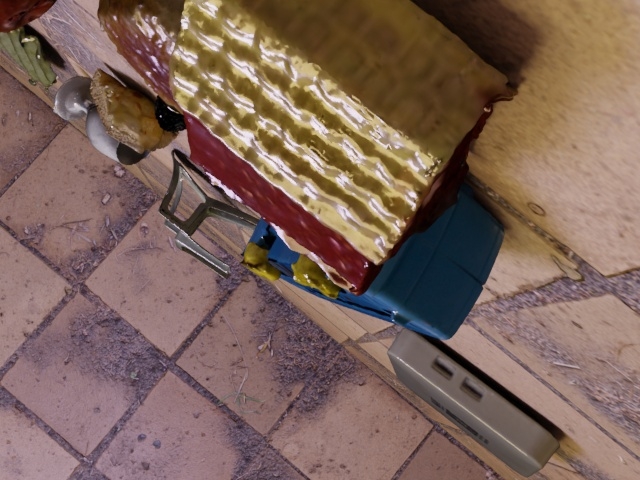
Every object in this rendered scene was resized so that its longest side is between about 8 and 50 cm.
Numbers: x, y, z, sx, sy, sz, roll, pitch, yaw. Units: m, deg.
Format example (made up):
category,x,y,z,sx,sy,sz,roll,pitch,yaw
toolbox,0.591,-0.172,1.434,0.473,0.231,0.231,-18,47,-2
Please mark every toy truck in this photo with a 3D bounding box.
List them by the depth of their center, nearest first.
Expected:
category,x,y,z,sx,sy,sz,roll,pitch,yaw
toy truck,0.036,-0.003,0.838,0.162,0.161,0.385,31,171,-19

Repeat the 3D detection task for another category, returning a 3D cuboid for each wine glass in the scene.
category,x,y,z,sx,sy,sz,roll,pitch,yaw
wine glass,-0.485,-0.269,1.699,0.241,0.126,0.126,37,170,26

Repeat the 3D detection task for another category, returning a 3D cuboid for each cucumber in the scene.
category,x,y,z,sx,sy,sz,roll,pitch,yaw
cucumber,-0.215,-0.202,1.146,0.072,0.072,0.300,41,171,-11

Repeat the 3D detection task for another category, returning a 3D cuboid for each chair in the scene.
category,x,y,z,sx,sy,sz,roll,pitch,yaw
chair,-0.287,-0.062,1.803,0.275,0.190,0.203,32,170,-4

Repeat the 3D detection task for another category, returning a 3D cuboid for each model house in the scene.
category,x,y,z,sx,sy,sz,roll,pitch,yaw
model house,0.013,-0.091,0.515,0.196,0.160,0.254,39,169,9

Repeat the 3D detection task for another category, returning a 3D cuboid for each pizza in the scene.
category,x,y,z,sx,sy,sz,roll,pitch,yaw
pizza,-0.341,-0.239,1.465,0.204,0.080,0.188,35,-161,-40

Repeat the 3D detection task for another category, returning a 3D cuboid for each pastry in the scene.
category,x,y,z,sx,sy,sz,roll,pitch,yaw
pastry,-0.133,-0.200,0.758,0.182,0.093,0.192,46,165,-28

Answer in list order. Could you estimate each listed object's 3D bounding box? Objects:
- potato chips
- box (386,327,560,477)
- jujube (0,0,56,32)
category,x,y,z,sx,sy,sz,roll,pitch,yaw
potato chips,-0.801,-0.516,1.851,0.373,0.097,0.389,37,171,-22
box,0.312,0.341,1.582,0.373,0.090,0.367,37,169,19
jujube,-0.360,-0.337,0.708,0.290,0.197,0.197,58,166,-14
